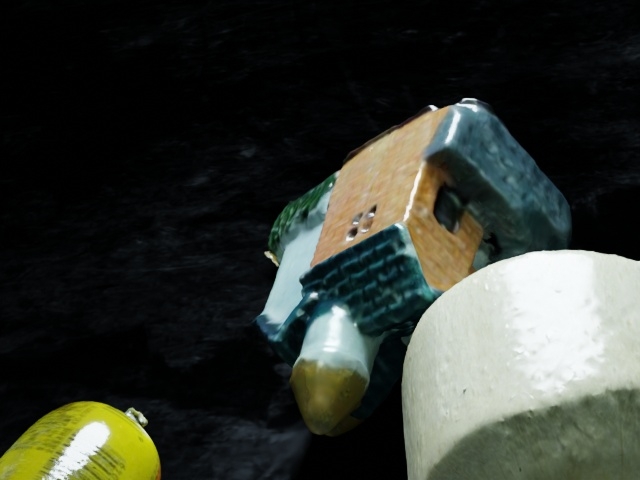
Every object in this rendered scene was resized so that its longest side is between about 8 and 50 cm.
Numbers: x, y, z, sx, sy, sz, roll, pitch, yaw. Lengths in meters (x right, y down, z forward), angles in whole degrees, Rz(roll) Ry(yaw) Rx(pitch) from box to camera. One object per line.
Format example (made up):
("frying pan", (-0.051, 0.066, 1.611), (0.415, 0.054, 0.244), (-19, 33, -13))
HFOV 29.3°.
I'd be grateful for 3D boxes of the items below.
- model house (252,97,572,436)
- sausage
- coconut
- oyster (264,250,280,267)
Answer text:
("model house", (0.051, 0.063, 0.995), (0.253, 0.184, 0.291), (-27, 25, 40))
("sausage", (-0.224, 0.240, 0.893), (0.123, 0.123, 0.347), (7, 36, 26))
("coconut", (0.174, 0.127, 0.852), (0.237, 0.237, 0.266), (-8, 38, 3))
("oyster", (0.000, 0.001, 1.288), (0.086, 0.029, 0.132), (26, 44, 35))
